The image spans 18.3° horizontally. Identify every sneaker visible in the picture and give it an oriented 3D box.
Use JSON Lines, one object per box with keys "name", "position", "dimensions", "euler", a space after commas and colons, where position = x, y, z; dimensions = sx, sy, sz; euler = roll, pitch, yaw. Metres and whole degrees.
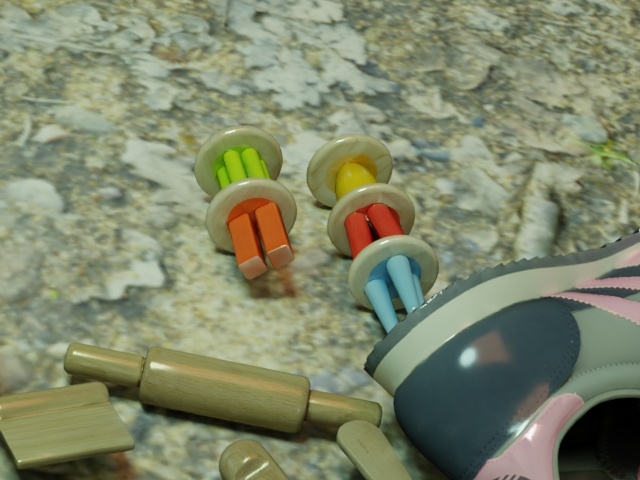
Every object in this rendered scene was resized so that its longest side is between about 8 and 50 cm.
{"name": "sneaker", "position": [0.174, 0.068, 1.051], "dimensions": [0.319, 0.112, 0.131], "euler": [-17, 63, -35]}

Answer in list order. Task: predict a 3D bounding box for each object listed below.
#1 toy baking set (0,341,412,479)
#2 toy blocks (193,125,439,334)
{"name": "toy baking set", "position": [-0.035, 0.127, 0.937], "dimensions": [0.256, 0.030, 0.196], "euler": [9, 37, -7]}
{"name": "toy blocks", "position": [0.000, 0.000, 1.105], "dimensions": [0.123, 0.054, 0.148], "euler": [3, 36, -18]}
